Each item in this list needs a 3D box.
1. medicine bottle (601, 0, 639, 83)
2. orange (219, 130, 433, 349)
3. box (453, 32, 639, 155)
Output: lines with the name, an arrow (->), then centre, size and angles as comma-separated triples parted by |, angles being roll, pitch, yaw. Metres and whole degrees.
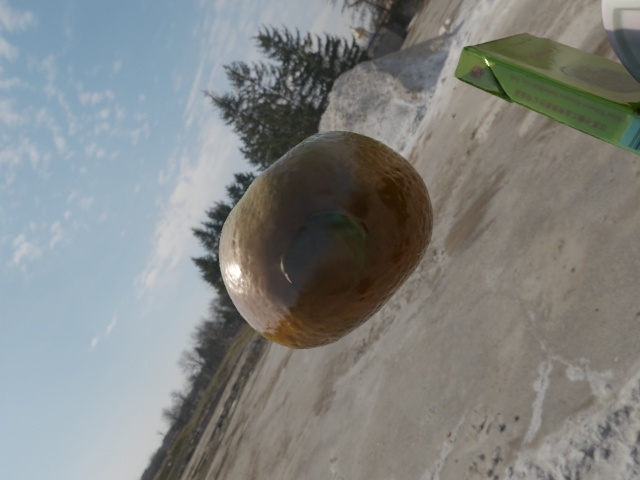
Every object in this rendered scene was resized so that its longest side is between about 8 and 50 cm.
medicine bottle -> 0.432, -0.308, 0.440 | 0.324, 0.179, 0.124 | -51, 31, 8
orange -> -0.001, -0.001, 0.670 | 0.334, 0.262, 0.196 | -43, -10, 12
box -> 0.353, -0.174, 0.568 | 0.187, 0.335, 0.047 | -29, -37, -37
